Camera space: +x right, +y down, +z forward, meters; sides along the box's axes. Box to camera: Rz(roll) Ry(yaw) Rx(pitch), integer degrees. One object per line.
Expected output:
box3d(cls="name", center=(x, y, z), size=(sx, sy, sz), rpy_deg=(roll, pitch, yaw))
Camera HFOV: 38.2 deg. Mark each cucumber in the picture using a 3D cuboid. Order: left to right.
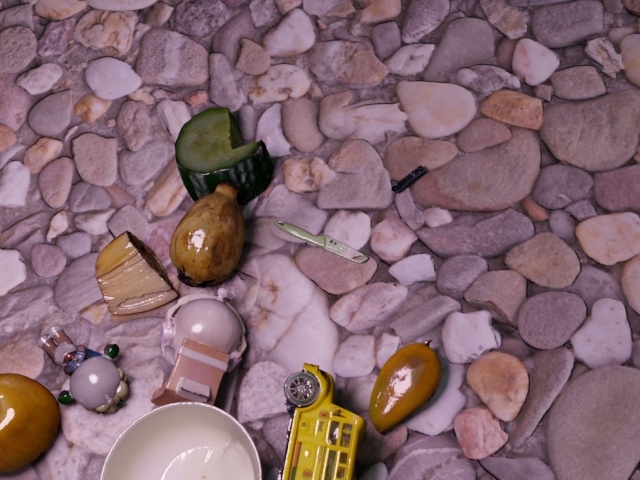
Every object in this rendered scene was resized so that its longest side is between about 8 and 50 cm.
box3d(cls="cucumber", center=(-0.207, -0.164, 1.866), size=(0.191, 0.130, 0.191), rpy_deg=(-3, 57, 4))

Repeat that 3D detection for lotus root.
box3d(cls="lotus root", center=(-0.369, 0.061, 1.796), size=(0.135, 0.095, 0.159), rpy_deg=(-25, 104, 1))
box3d(cls="lotus root", center=(-0.210, -0.012, 1.765), size=(0.138, 0.138, 0.214), rpy_deg=(17, 89, 15))

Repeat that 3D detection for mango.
box3d(cls="mango", center=(0.149, 0.257, 1.644), size=(0.101, 0.066, 0.187), rpy_deg=(36, 82, 22))

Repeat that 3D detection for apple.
box3d(cls="apple", center=(-0.566, 0.324, 1.648), size=(0.182, 0.155, 0.182), rpy_deg=(-6, 62, 11))

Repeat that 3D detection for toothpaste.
box3d(cls="toothpaste", center=(-0.430, 0.222, 1.758), size=(0.083, 0.019, 0.027), rpy_deg=(14, 91, 15))

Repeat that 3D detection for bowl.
box3d(cls="bowl", center=(-0.223, 0.423, 1.563), size=(0.277, 0.145, 0.277), rpy_deg=(-3, 65, 7))

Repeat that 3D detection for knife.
box3d(cls="knife", center=(0.000, 0.000, 1.815), size=(0.207, 0.014, 0.030), rpy_deg=(24, 70, 16))

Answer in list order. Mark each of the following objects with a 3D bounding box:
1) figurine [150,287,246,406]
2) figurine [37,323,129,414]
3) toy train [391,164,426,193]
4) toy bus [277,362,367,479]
box3d(cls="figurine", center=(-0.220, 0.200, 1.691), size=(0.162, 0.141, 0.237), rpy_deg=(19, 62, -15))
box3d(cls="figurine", center=(-0.436, 0.239, 1.706), size=(0.197, 0.093, 0.147), rpy_deg=(42, 84, 20))
box3d(cls="toy train", center=(0.175, -0.120, 1.847), size=(0.083, 0.017, 0.017), rpy_deg=(-37, 63, -12))
box3d(cls="toy bus", center=(-0.009, 0.380, 1.557), size=(0.152, 0.144, 0.330), rpy_deg=(10, 68, 4))
